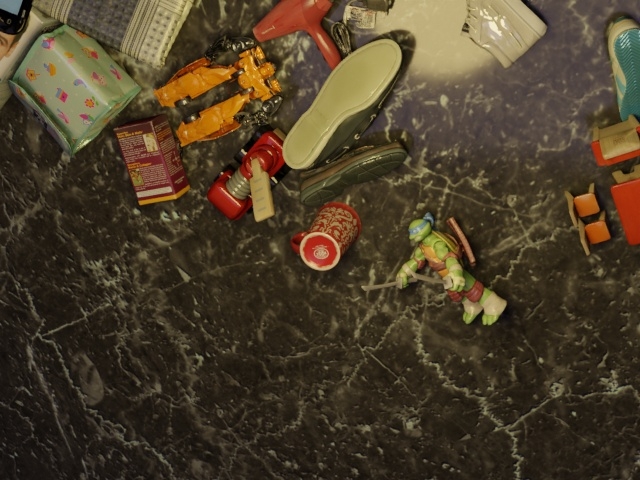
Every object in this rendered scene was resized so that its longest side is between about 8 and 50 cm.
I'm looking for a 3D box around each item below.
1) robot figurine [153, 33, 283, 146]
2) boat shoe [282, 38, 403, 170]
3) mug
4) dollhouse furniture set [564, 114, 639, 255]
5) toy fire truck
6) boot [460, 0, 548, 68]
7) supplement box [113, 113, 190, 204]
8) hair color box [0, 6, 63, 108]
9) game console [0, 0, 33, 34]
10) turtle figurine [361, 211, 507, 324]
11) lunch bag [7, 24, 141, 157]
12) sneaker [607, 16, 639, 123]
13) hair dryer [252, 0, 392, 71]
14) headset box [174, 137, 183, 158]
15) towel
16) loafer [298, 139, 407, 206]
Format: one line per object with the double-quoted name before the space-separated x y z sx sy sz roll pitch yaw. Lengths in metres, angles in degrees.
"robot figurine" -0.218 -0.332 1.736 0.291 0.085 0.211 -20 105 23
"boat shoe" 0.065 -0.274 1.649 0.340 0.113 0.127 -51 58 20
"mug" 0.008 0.005 1.762 0.113 0.169 0.150 44 115 -5
"dollhouse furniture set" 0.618 -0.101 1.540 0.262 0.135 0.259 -18 118 23
"toy fire truck" -0.155 -0.117 1.715 0.158 0.246 0.217 44 116 -4
"boot" 0.313 -0.454 1.530 0.258 0.095 0.123 42 109 -5
"supplement box" -0.388 -0.187 1.806 0.104 0.081 0.188 -8 109 20
"hair color box" -0.784 -0.450 1.830 0.185 0.113 0.374 46 115 -5
"game console" -0.623 -0.618 1.679 0.213 0.044 0.361 20 93 -4
"turtle figurine" 0.254 0.103 1.706 0.266 0.274 0.198 42 132 -13
"lunch bag" -0.585 -0.336 1.800 0.262 0.160 0.223 -33 103 36
"sneaker" 0.611 -0.323 1.511 0.087 0.092 0.228 -11 128 17
"hair dryer" -0.003 -0.430 1.639 0.294 0.080 0.223 14 115 10
"headset box" -0.363 -0.214 1.853 0.083 0.032 0.062 17 115 10
"towel" -0.412 -0.575 1.658 0.312 0.056 0.324 26 101 -4
"loafer" 0.061 -0.166 1.725 0.268 0.096 0.084 -25 63 22
